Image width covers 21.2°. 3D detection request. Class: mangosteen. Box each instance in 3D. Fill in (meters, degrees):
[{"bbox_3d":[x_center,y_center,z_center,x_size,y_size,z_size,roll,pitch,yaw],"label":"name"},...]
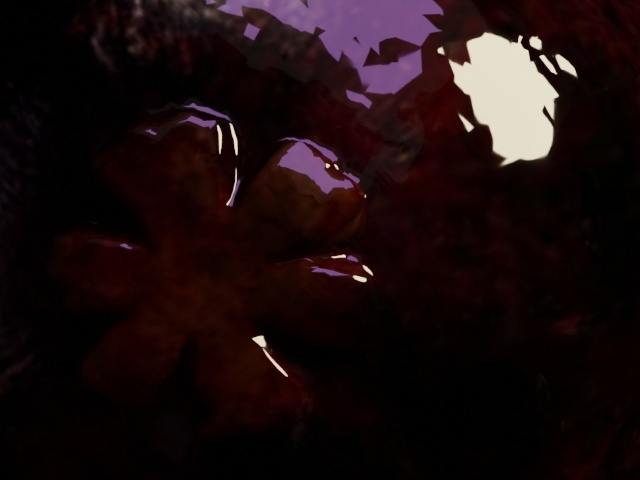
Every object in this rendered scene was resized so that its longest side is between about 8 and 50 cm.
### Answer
[{"bbox_3d":[0.000,0.000,0.660,0.307,0.306,0.347,13,5,13],"label":"mangosteen"}]
